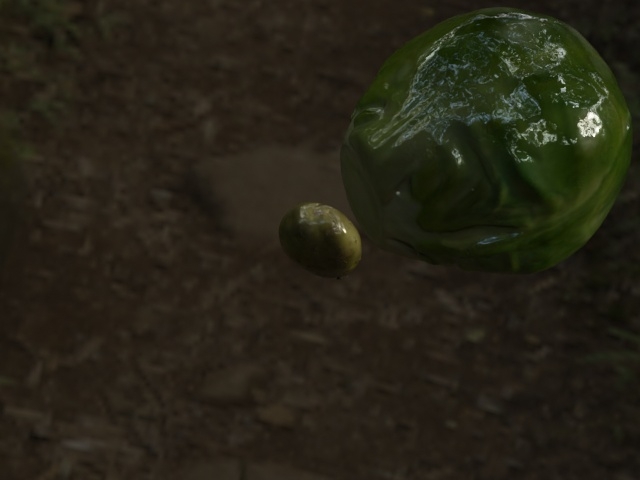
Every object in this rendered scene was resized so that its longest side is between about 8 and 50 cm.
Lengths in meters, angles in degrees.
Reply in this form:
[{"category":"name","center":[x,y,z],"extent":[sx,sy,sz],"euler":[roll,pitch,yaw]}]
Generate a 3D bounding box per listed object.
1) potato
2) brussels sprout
[{"category":"potato","center":[0.000,0.000,1.909],"extent":[0.091,0.070,0.138],"euler":[29,-3,8]},{"category":"brussels sprout","center":[0.089,-0.050,0.952],"extent":[0.155,0.155,0.117],"euler":[4,19,-21]}]
